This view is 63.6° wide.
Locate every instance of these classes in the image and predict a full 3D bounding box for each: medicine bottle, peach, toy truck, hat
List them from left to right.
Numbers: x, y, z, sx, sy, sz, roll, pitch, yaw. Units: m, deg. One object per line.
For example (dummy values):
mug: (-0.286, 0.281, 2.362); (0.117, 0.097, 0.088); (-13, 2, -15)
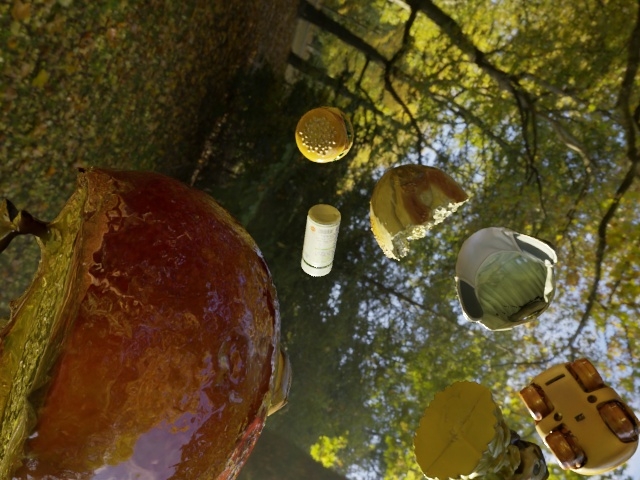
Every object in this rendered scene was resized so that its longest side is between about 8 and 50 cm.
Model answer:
peach: (-0.209, 0.133, 0.577); (0.335, 0.310, 0.405); (4, -103, 46)
medicine bottle: (0.000, 0.000, 1.360); (0.086, 0.086, 0.183); (-76, 177, -50)
hat: (0.389, 0.072, 1.127); (0.232, 0.275, 0.161); (-44, -144, 10)
toy truck: (0.626, 0.426, 1.253); (0.204, 0.211, 0.288); (-33, -139, 10)

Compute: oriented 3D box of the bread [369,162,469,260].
bread: (0.219, -0.091, 1.315); (0.314, 0.192, 0.171); (-36, 173, -39)

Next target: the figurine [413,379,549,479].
figurine: (0.350, 0.423, 1.019); (0.168, 0.315, 0.187); (-10, -128, 50)

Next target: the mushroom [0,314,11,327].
mushroom: (-0.597, 0.218, 1.000); (0.177, 0.397, 0.126); (44, -43, 52)

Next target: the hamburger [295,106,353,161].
hamburger: (0.012, -0.293, 1.431); (0.162, 0.162, 0.115); (-62, 172, 24)

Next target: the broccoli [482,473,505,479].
broccoli: (0.322, 0.550, 1.020); (0.176, 0.198, 0.226); (-57, -148, 14)

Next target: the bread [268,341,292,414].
bread: (-0.169, 0.276, 1.049); (0.070, 0.236, 0.236); (71, 27, -45)
